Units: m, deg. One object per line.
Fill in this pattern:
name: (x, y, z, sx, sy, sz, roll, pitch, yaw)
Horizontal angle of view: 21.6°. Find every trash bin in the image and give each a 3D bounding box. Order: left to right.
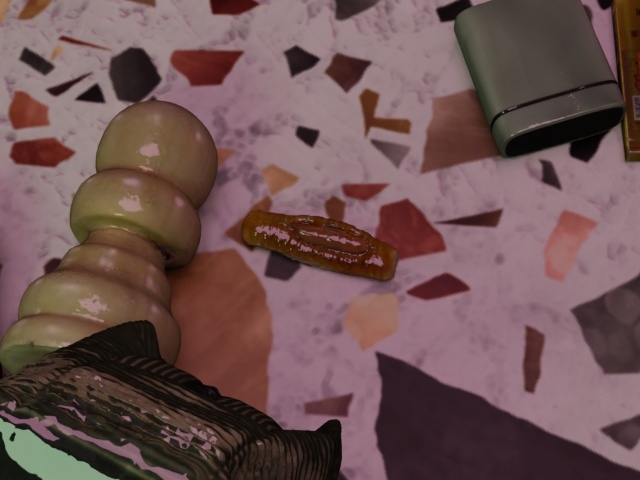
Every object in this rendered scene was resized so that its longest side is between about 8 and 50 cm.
trash bin: (0.190, -0.149, 1.465, 0.116, 0.059, 0.130, -16, 69, -7)

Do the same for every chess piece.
chess piece: (-0.158, 0.007, 1.376, 0.143, 0.142, 0.261, 13, 63, 5)

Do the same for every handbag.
handbag: (-0.140, 0.225, 1.178, 0.247, 0.240, 0.340, 28, 115, 12)

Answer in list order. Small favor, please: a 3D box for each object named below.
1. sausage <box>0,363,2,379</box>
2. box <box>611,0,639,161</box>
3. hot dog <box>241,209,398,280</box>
sausage: (-0.300, 0.123, 1.341, 0.097, 0.094, 0.348, -9, 70, 1)
box: (0.306, -0.144, 1.482, 0.089, 0.022, 0.156, -3, 70, 0)
hot dog: (0.000, 0.000, 1.425, 0.137, 0.028, 0.044, 16, 63, 7)
